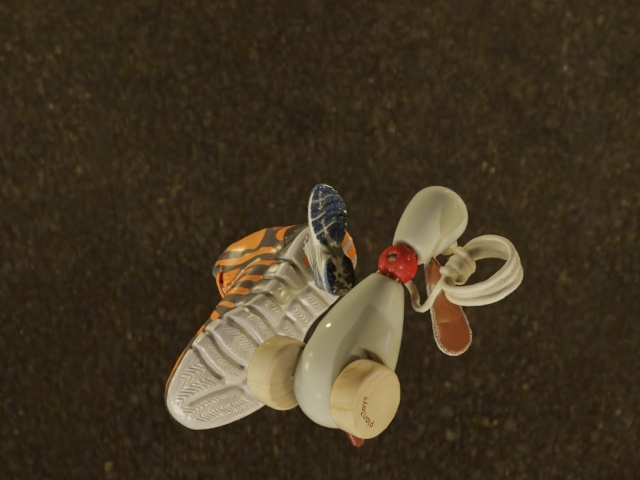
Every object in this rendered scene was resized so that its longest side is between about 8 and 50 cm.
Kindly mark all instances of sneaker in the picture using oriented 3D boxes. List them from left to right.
[{"bbox_3d":[-0.098,0.104,1.603,0.321,0.124,0.180,-46,23,-23],"label":"sneaker"},{"bbox_3d":[0.000,0.000,1.517,0.052,0.058,0.135,-9,95,-32],"label":"sneaker"}]

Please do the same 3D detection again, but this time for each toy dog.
[{"bbox_3d":[0.079,0.108,1.452,0.334,0.161,0.220,-37,45,-9],"label":"toy dog"}]
